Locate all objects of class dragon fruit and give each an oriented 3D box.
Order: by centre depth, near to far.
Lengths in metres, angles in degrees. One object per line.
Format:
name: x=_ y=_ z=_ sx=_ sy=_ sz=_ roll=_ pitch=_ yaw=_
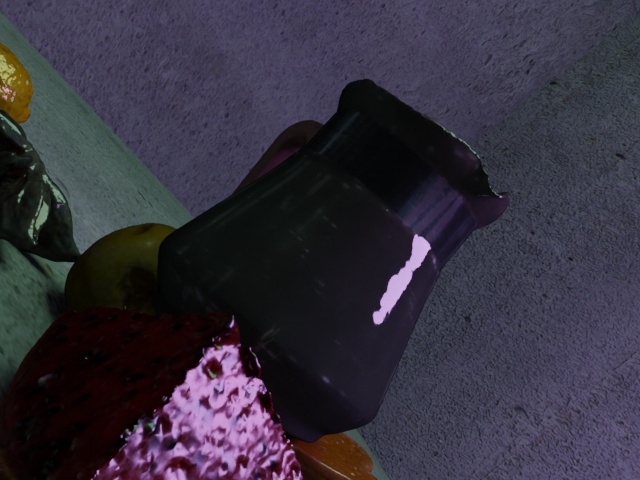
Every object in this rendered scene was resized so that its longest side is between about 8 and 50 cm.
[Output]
dragon fruit: x=-0.105 y=0.204 z=0.637 sx=0.330 sy=0.240 sz=0.302 roll=45 pitch=20 yaw=-20

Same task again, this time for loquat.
loquat: x=-0.236 y=0.080 z=0.992 sx=0.213 sy=0.213 sz=0.213 roll=52 pitch=-1 yaw=1

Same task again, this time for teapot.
teapot: x=0.000 y=0.000 z=0.847 sx=0.305 sy=0.362 sz=0.376 roll=47 pitch=-7 yaw=-39

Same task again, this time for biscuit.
biscuit: x=-0.064 y=0.221 z=0.844 sx=0.324 sy=0.049 sz=0.205 roll=34 pitch=3 yaw=-15

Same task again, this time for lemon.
lemon: x=-0.529 y=-0.246 z=1.098 sx=0.187 sy=0.142 sz=0.142 roll=49 pitch=0 yaw=-28

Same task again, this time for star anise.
star anise: x=-0.417 y=-0.072 z=0.971 sx=0.258 sy=0.110 sz=0.198 roll=59 pitch=-14 yaw=21
